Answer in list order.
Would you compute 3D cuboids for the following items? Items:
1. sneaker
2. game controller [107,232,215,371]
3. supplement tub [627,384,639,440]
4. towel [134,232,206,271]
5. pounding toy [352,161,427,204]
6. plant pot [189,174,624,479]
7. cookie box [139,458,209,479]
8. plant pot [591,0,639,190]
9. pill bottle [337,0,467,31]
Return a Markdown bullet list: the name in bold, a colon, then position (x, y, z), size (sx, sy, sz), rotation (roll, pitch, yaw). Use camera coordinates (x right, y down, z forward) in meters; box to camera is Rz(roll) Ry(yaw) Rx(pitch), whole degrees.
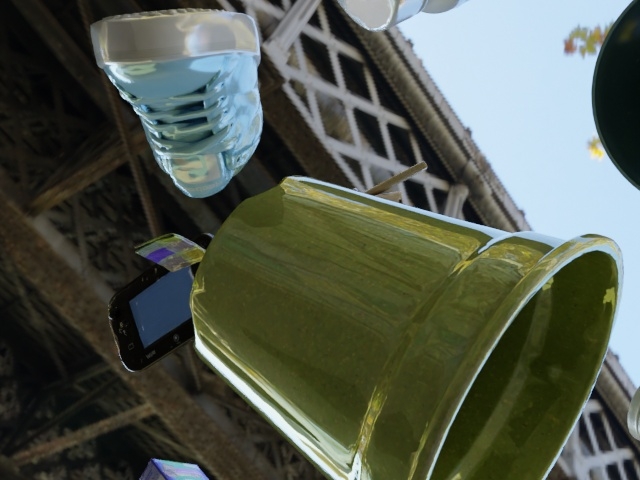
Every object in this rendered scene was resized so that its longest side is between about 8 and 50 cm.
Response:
- **sneaker**: position (-0.110, -0.118, 0.838), size (0.135, 0.366, 0.150), rotation (-7, -89, 6)
- **game controller**: position (-0.281, 0.120, 1.665), size (0.319, 0.166, 0.067), rotation (-34, -30, 31)
- **supplement tub**: position (0.338, 0.166, 0.790), size (0.107, 0.071, 0.071), rotation (22, -40, 52)
- **towel**: position (-0.177, 0.015, 1.069), size (0.060, 0.009, 0.083), rotation (-20, -26, 16)
- **pounding toy**: position (0.043, -0.029, 1.059), size (0.141, 0.130, 0.100), rotation (-7, -86, 38)
- **plant pot**: position (0.048, 0.076, 0.680), size (0.254, 0.276, 0.276), rotation (27, -47, 33)
- **cookie box**: position (-0.193, 0.362, 1.277), size (0.092, 0.107, 0.040), rotation (23, -83, -44)
- **plant pot**: position (0.483, -0.182, 1.087), size (0.290, 0.195, 0.290), rotation (3, -81, 17)
- **pill bottle**: position (0.189, -0.432, 1.192), size (0.204, 0.361, 0.204), rotation (50, -21, 26)
